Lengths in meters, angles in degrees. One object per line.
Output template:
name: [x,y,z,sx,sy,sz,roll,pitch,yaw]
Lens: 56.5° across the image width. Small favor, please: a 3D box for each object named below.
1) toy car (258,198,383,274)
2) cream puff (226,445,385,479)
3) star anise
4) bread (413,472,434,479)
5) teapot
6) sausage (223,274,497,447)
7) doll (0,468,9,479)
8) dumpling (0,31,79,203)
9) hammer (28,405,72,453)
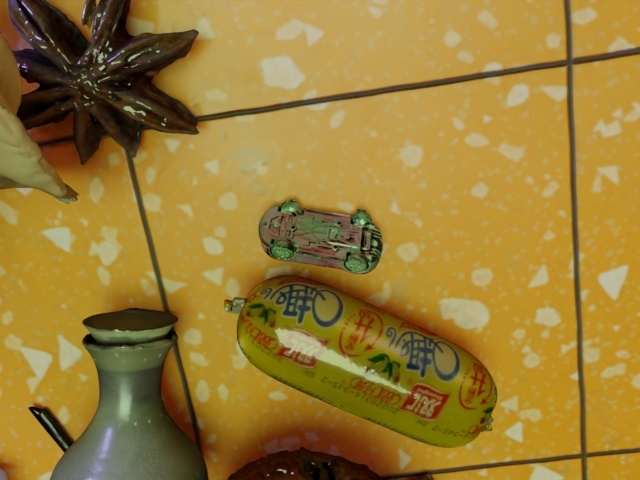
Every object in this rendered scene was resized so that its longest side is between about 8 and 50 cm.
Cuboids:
toy car: [0.000,0.000,0.678,0.142,0.069,0.055,10,145,-1]
cream puff: [-0.006,0.379,0.710,0.303,0.212,0.303,7,112,19]
star anise: [-0.241,-0.176,0.623,0.236,0.093,0.229,-31,108,14]
bread: [0.119,0.343,0.786,0.083,0.036,0.047,-27,99,7]
teapot: [-0.221,0.213,0.697,0.184,0.183,0.250,3,95,1]
sausage: [0.051,0.136,0.682,0.347,0.123,0.123,25,105,-6]
doll: [-0.569,0.261,0.759,0.384,0.099,0.188,33,106,-1]
dumpling: [-0.369,-0.103,0.514,0.315,0.395,0.233,37,70,-34]
hammer: [-0.324,0.285,0.793,0.065,0.021,0.178,-30,100,9]
